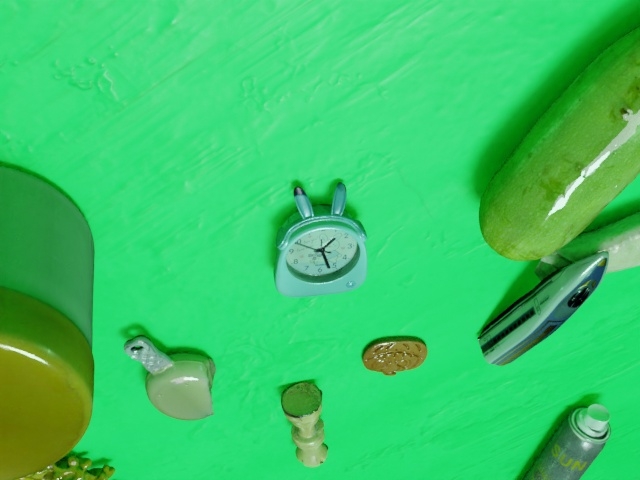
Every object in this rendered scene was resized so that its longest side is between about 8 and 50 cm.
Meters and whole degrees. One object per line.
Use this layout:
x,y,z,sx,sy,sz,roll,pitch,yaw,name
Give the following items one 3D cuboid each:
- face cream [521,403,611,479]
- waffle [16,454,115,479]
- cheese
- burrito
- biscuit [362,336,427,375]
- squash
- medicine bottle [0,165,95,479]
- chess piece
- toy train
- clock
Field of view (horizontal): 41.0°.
0.392,0.361,1.389,0.073,0.073,0.283,3,133,-15,face cream
-0.405,0.380,1.244,0.232,0.051,0.228,23,128,-30,waffle
-0.182,0.170,1.087,0.092,0.047,0.171,-13,135,-1,cheese
0.393,-0.008,1.036,0.275,0.059,0.082,-18,139,6,burrito
0.101,0.160,1.165,0.091,0.015,0.078,-2,134,-11,biscuit
0.291,-0.118,0.864,0.118,0.118,0.370,19,126,-28,squash
-0.342,0.082,0.834,0.238,0.232,0.237,-7,134,-7,medicine bottle
-0.018,0.271,1.223,0.060,0.060,0.172,-11,138,-2,chess piece
0.281,0.089,1.065,0.055,0.048,0.252,5,149,-20,toy train
0.000,0.001,0.964,0.108,0.045,0.147,-6,134,-9,clock
